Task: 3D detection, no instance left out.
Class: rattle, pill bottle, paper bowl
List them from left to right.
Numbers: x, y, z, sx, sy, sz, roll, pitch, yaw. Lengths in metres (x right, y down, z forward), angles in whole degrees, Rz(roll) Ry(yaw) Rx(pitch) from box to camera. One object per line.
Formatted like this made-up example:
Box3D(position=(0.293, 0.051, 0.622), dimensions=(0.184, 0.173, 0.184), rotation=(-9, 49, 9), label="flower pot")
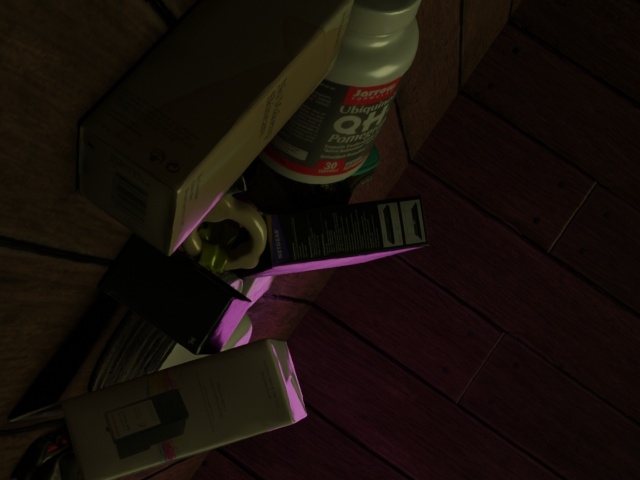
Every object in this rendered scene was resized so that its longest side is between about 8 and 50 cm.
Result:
Box3D(position=(-0.215, 0.167, 1.972), dimensions=(0.284, 0.148, 0.284), rotation=(-53, 172, -10), label="paper bowl")
Box3D(position=(-0.132, -0.063, 1.791), dimensions=(0.143, 0.130, 0.200), rotation=(-63, 154, -44), label="rattle")
Box3D(position=(0.021, -0.227, 1.599), dimensions=(0.176, 0.176, 0.318), rotation=(-50, 171, -35), label="pill bottle")

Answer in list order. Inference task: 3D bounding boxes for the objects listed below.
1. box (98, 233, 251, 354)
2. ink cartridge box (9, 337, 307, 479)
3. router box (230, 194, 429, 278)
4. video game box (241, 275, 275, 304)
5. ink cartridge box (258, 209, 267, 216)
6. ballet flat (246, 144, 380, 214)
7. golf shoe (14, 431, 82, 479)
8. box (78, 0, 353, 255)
Box3D(position=(-0.186, 0.071, 1.672), dimensions=(0.093, 0.156, 0.158), rotation=(-56, 173, 0), label="box")
Box3D(position=(-0.208, 0.236, 1.693), dimensions=(0.353, 0.119, 0.207), rotation=(-17, 174, 3), label="ink cartridge box")
Box3D(position=(0.000, 0.000, 1.975), dimensions=(0.242, 0.081, 0.309), rotation=(-8, 177, -17), label="router box")
Box3D(position=(-0.115, 0.049, 2.496), dimensions=(0.205, 0.048, 0.187), rotation=(-60, 169, 31), label="video game box")
Box3D(position=(-0.098, -0.014, 2.291), dimensions=(0.088, 0.052, 0.122), rotation=(-52, 171, -25), label="ink cartridge box")
Box3D(position=(-0.023, -0.107, 2.056), dimensions=(0.182, 0.164, 0.483), rotation=(-31, 179, 12), label="ballet flat")
Box3D(position=(-0.353, 0.333, 1.935), dimensions=(0.105, 0.120, 0.273), rotation=(-59, 173, 20), label="golf shoe")
Box3D(position=(-0.106, -0.152, 1.318), dimensions=(0.311, 0.121, 0.148), rotation=(-51, 171, -27), label="box")
